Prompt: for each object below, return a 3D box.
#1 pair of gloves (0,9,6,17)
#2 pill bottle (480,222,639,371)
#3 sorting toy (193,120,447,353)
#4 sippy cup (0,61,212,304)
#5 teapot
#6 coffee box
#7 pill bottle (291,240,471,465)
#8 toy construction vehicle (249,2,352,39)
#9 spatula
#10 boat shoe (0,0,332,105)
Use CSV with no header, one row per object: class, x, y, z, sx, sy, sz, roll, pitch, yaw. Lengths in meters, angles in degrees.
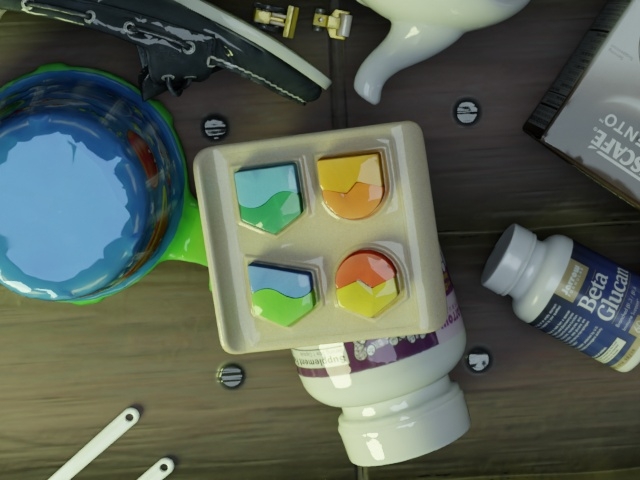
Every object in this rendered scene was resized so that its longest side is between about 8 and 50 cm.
pair of gloves,-0.383,-0.295,1.771,0.240,0.042,0.204,36,94,-8
pill bottle,0.247,0.052,1.822,0.169,0.094,0.094,27,96,-6
sorting toy,0.000,0.000,1.663,0.208,0.038,0.193,-8,99,5
sippy cup,-0.240,-0.042,1.720,0.305,0.224,0.240,-13,98,0
teapot,0.081,-0.306,1.722,0.187,0.256,0.252,-9,126,37
coffee box,0.349,-0.178,1.783,0.168,0.119,0.297,32,95,-7
pill bottle,0.043,0.054,1.774,0.169,0.169,0.301,-18,98,0
toy construction vehicle,-0.013,-0.236,1.800,0.098,0.035,0.086,14,97,-5
spatula,-0.235,0.290,1.869,0.242,0.019,0.168,-41,97,3
boat shoe,-0.158,-0.189,1.743,0.340,0.127,0.113,26,93,-14
